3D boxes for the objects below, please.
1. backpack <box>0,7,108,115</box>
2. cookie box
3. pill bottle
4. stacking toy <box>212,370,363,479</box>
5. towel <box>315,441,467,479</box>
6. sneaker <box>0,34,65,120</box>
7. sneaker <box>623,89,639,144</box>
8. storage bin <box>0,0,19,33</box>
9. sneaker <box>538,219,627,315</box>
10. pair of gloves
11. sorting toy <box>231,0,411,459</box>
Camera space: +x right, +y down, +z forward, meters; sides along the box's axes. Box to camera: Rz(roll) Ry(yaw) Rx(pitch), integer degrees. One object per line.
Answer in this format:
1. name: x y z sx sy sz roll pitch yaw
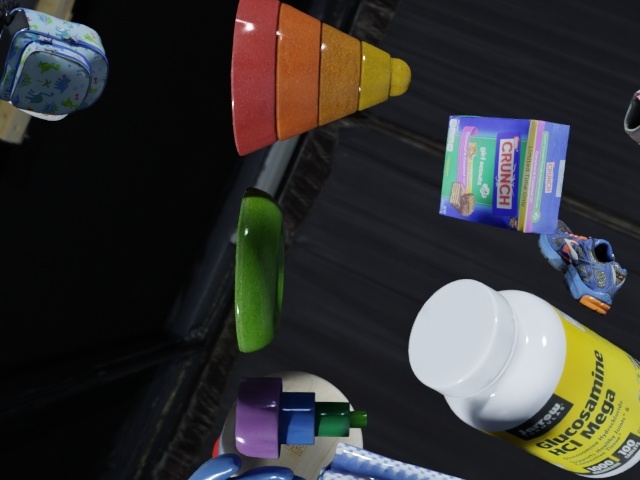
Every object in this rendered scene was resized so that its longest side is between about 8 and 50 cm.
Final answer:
1. backpack: -0.301 -0.193 0.830 0.114 0.084 0.105 2 -43 -41
2. cookie box: 0.154 -0.058 0.626 0.040 0.107 0.092 0 -80 -31
3. pill bottle: 0.282 0.181 0.971 0.188 0.334 0.188 -37 38 36
4. stacking toy: -0.066 0.247 0.843 0.141 0.141 0.330 -59 3 -26
5. towel: 0.086 0.245 0.502 0.336 0.243 0.040 106 180 -53
6. sneaker: -0.550 -0.335 1.278 0.108 0.302 0.121 -44 18 14
7. sneaker: 0.387 -0.153 0.789 0.134 0.070 0.051 -51 30 34
8. storage bin: -0.447 -0.242 0.830 0.180 0.122 0.084 -37 25 26
9. sneaker: 0.422 0.028 1.166 0.087 0.083 0.221 -52 25 22
10. pair of gloves: -0.077 0.261 0.662 0.023 0.159 0.198 -92 -11 -56
11. sorting toy: 0.000 0.000 0.561 0.127 0.126 0.366 -88 0 -76
